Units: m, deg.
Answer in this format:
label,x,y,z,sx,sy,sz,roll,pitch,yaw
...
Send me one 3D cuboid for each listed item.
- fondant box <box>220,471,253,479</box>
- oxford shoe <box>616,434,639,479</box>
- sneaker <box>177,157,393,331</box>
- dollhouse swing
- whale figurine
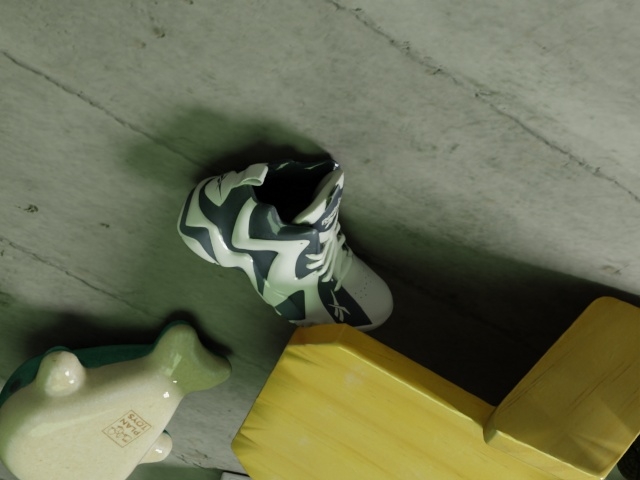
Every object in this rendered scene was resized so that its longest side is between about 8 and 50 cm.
label,x,y,z,sx,sy,sz,roll,pitch,yaw
fondant box,0.007,0.430,1.837,0.330,0.096,0.238,13,143,-3
oxford shoe,0.446,0.223,1.506,0.227,0.082,0.096,-12,156,27
sneaker,0.000,0.000,1.277,0.235,0.094,0.153,37,144,-17
dollhouse swing,0.138,0.169,1.434,0.305,0.315,0.347,41,142,11
whale figurine,-0.237,0.168,1.544,0.272,0.141,0.216,-34,130,11
